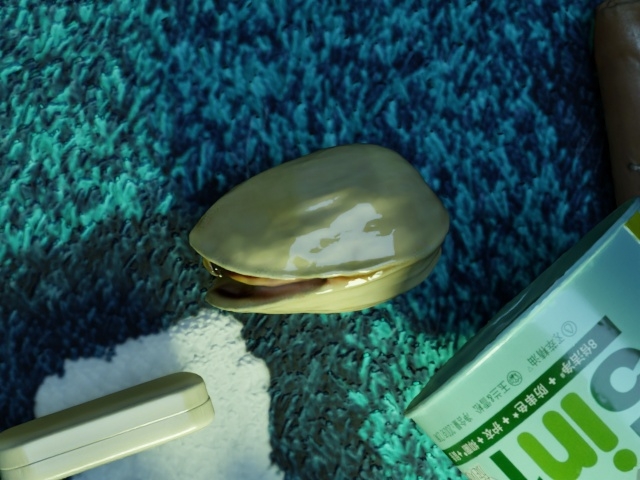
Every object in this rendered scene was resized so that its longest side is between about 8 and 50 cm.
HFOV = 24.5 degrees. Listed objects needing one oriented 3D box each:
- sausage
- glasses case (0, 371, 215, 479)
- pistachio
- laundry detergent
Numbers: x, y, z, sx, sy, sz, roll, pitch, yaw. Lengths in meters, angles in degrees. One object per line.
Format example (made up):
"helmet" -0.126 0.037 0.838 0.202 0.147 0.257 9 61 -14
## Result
"sausage" 0.337 -0.035 1.441 0.094 0.094 0.419 -10 93 2
"glasses case" -0.192 0.168 1.310 0.196 0.083 0.050 -17 94 -12
"pistachio" 0.000 0.000 1.320 0.229 0.157 0.157 -14 94 -7
"laundry detergent" 0.278 0.166 1.296 0.287 0.287 0.305 -42 85 -11
